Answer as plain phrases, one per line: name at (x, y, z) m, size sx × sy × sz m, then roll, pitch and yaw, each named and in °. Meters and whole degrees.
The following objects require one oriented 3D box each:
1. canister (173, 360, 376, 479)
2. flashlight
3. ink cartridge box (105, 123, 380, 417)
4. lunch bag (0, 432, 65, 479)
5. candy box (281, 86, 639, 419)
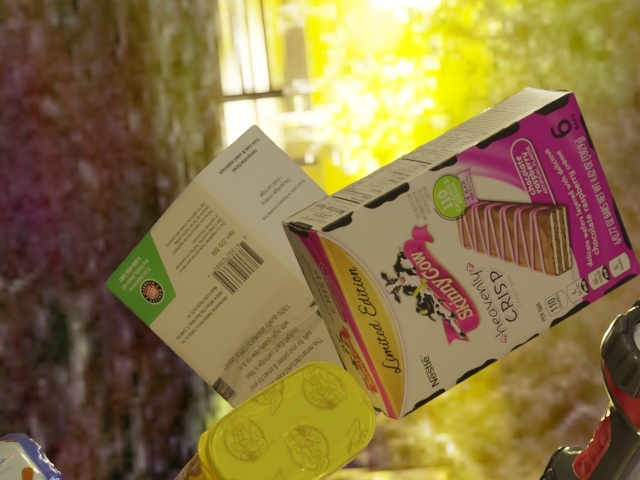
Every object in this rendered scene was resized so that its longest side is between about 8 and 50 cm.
canister at (-0.046, 0.164, 1.237) m, size 0.073 × 0.126 × 0.170 m, roll 53°, pitch -32°, yaw 10°
flashlight at (0.294, 0.185, 1.760) m, size 0.304 × 0.103 × 0.103 m, roll 111°, pitch -6°, yaw -49°
ink cartridge box at (-0.041, 0.063, 1.763) m, size 0.211 × 0.289 × 0.121 m, roll -45°, pitch -179°, yaw 42°
lunch bag at (-0.417, 0.364, 1.868) m, size 0.239 × 0.328 × 0.385 m, roll 60°, pitch -19°, yaw 3°
candy box at (0.108, 0.006, 1.301) m, size 0.071 × 0.233 × 0.159 m, roll 16°, pitch -48°, yaw 65°
